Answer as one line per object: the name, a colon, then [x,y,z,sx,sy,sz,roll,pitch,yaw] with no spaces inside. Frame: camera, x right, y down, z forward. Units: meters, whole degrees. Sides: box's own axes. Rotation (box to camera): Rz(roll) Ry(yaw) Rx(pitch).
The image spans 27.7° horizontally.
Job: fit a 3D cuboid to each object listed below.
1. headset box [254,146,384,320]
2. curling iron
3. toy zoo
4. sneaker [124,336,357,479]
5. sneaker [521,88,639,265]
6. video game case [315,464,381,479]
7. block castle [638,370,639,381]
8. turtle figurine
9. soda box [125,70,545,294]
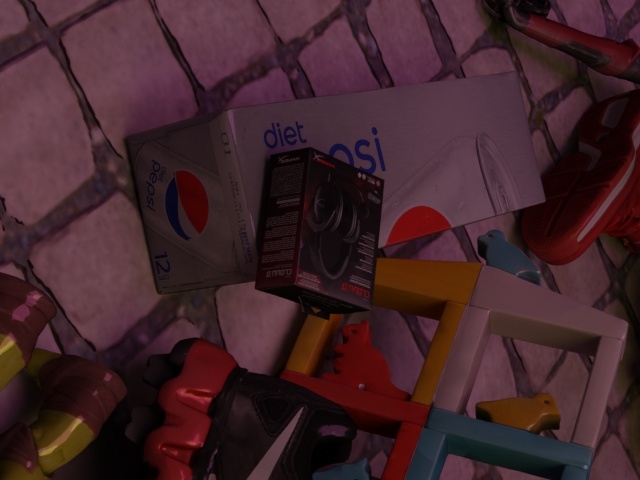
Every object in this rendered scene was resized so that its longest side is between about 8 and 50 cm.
headset box: [0.000,0.000,0.691,0.062,0.032,0.083,21,68,-43]
curling iron: [0.244,-0.165,1.079,0.274,0.035,0.068,18,64,-29]
toy zoo: [0.063,0.114,0.762,0.030,0.192,0.293,78,29,-52]
sneaker: [-0.048,0.186,0.643,0.097,0.135,0.276,94,9,-64]
sneaker: [0.248,-0.021,1.058,0.128,0.087,0.221,58,48,-20]
video game case: [0.047,0.230,0.711,0.023,0.212,0.193,78,30,-52]
block castle: [0.365,0.093,0.964,0.303,0.213,0.453,18,85,-82]
turtle figurine: [-0.177,0.119,0.567,0.269,0.087,0.217,46,52,-31]
soda box: [0.022,-0.042,0.812,0.286,0.091,0.098,-14,93,-47]
